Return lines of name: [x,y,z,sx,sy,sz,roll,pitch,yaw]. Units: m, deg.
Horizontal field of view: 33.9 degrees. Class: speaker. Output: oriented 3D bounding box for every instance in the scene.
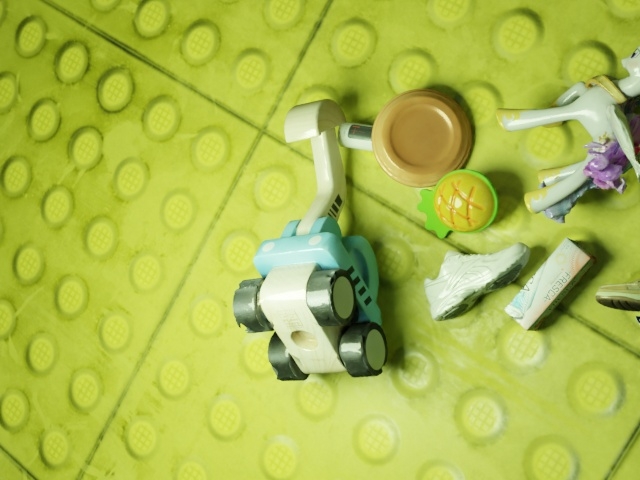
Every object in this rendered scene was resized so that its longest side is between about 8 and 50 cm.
speaker: [0.104,-0.210,2.163,0.136,0.055,0.055,12,90,28]

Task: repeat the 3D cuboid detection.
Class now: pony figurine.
pony figurine: [0.518,-0.181,1.852,0.363,0.303,0.350,-31,62,37]

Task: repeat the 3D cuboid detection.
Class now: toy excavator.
toy excavator: [0.000,0.000,2.099,0.222,0.433,0.445,-9,37,30]

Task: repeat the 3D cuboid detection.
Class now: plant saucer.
plant saucer: [0.200,-0.205,2.083,0.200,0.037,0.199,0,86,5]

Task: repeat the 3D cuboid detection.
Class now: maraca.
maraca: [0.265,-0.070,2.042,0.186,0.099,0.127,-21,91,44]

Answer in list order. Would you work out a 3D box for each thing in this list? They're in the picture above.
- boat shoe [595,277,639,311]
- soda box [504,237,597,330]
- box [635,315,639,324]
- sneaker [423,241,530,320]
boat shoe: [0.591,0.088,1.879,0.190,0.068,0.072,3,73,18]
soda box: [0.429,0.083,1.960,0.063,0.058,0.183,44,103,24]
box: [0.611,0.176,1.842,0.028,0.081,0.136,-45,67,16]
sneaker: [0.290,0.055,2.020,0.232,0.090,0.115,-34,67,19]
